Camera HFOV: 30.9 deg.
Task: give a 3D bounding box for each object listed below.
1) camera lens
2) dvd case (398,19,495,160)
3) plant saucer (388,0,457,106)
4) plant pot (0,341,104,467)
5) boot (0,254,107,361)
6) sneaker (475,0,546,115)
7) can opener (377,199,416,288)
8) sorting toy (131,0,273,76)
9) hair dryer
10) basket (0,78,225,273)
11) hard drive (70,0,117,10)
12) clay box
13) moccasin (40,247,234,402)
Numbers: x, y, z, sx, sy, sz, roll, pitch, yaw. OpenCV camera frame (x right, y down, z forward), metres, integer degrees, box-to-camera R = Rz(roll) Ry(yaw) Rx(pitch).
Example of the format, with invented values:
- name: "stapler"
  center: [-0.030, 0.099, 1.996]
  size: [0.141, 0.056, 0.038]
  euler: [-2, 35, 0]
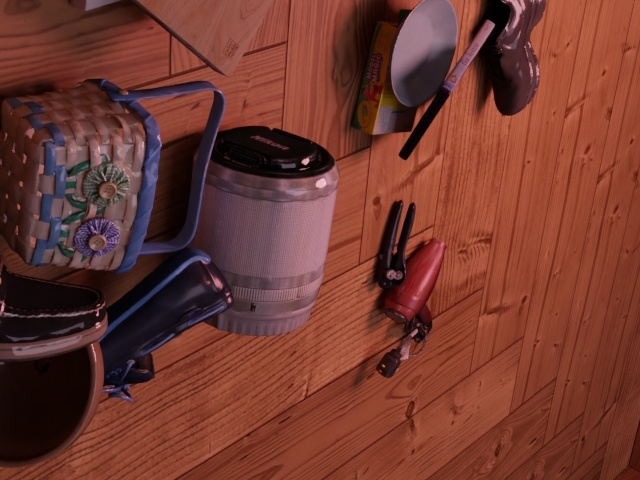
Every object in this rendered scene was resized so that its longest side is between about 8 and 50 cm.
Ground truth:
- name: "camera lens"
  center: [-0.093, -0.021, 1.758]
  size: [0.219, 0.219, 0.274]
  euler: [-20, 126, -47]
- name: "dvd case"
  center: [0.227, -0.272, 2.086]
  size: [0.253, 0.022, 0.180]
  euler: [-56, 179, -43]
- name: "plant saucer"
  center: [0.166, -0.327, 1.985]
  size: [0.195, 0.037, 0.195]
  euler: [-34, 136, -40]
- name: "plant pot"
  center: [-0.382, 0.168, 1.505]
  size: [0.110, 0.237, 0.237]
  euler: [4, 109, -80]
- name: "boot"
  center: [-0.412, -0.021, 1.300]
  size: [0.377, 0.138, 0.284]
  euler: [6, 104, -17]
- name: "sneaker"
  center: [0.359, -0.380, 2.276]
  size: [0.130, 0.109, 0.286]
  euler: [-20, 121, -35]
- name: "can opener"
  center: [0.147, 0.009, 2.273]
  size: [0.059, 0.073, 0.186]
  euler: [3, 110, -13]
- name: "sorting toy"
  center: [-0.151, -0.386, 1.485]
  size: [0.257, 0.089, 0.255]
  euler: [-61, 146, -4]
- name: "hair dryer"
  center: [0.191, 0.129, 2.409]
  size: [0.223, 0.080, 0.294]
  euler: [-29, 140, -63]
- name: "basket"
  center: [-0.267, -0.079, 1.493]
  size: [0.289, 0.201, 0.255]
  euler: [-14, 129, -41]
- name: "hard drive"
  center: [-0.200, -0.434, 1.503]
  size: [0.307, 0.040, 0.203]
  euler: [-30, 134, -41]
- name: "clay box"
  center: [0.133, -0.300, 2.040]
  size: [0.127, 0.053, 0.222]
  euler: [-10, 118, -51]
- name: "moccasin"
  center: [-0.268, 0.156, 1.614]
  size: [0.342, 0.138, 0.117]
  euler: [-37, 108, 8]
